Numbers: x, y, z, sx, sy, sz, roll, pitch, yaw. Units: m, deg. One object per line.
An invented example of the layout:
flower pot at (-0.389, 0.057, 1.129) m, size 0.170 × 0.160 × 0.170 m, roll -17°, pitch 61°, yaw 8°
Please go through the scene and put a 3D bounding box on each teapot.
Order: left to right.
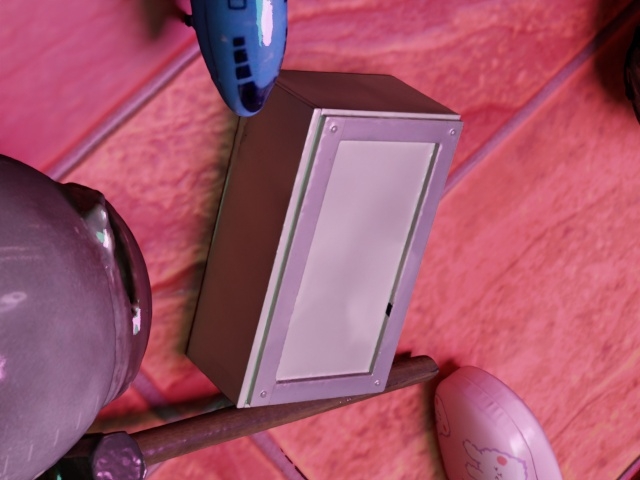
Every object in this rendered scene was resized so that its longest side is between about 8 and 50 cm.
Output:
teapot at (-0.255, 0.078, 0.782) m, size 0.312 × 0.233 × 0.315 m, roll -10°, pitch 150°, yaw -39°

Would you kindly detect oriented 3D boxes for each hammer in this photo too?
hammer at (-0.047, 0.129, 1.050) m, size 0.365 × 0.111 × 0.043 m, roll -11°, pitch 87°, yaw -41°

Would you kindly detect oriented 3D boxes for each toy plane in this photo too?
toy plane at (-0.055, -0.206, 0.827) m, size 0.254 × 0.105 × 0.271 m, roll -15°, pitch 125°, yaw -30°

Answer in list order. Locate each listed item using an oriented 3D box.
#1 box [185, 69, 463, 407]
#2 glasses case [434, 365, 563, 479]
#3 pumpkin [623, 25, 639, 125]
box at (0.000, 0.000, 1.005) m, size 0.129 × 0.086 × 0.225 m, roll -2°, pitch 117°, yaw -37°
glasses case at (0.168, 0.231, 1.252) m, size 0.075 × 0.113 × 0.296 m, roll -32°, pitch 130°, yaw -17°
pumpkin at (0.350, -0.149, 1.115) m, size 0.233 × 0.163 × 0.233 m, roll -31°, pitch 150°, yaw -21°
